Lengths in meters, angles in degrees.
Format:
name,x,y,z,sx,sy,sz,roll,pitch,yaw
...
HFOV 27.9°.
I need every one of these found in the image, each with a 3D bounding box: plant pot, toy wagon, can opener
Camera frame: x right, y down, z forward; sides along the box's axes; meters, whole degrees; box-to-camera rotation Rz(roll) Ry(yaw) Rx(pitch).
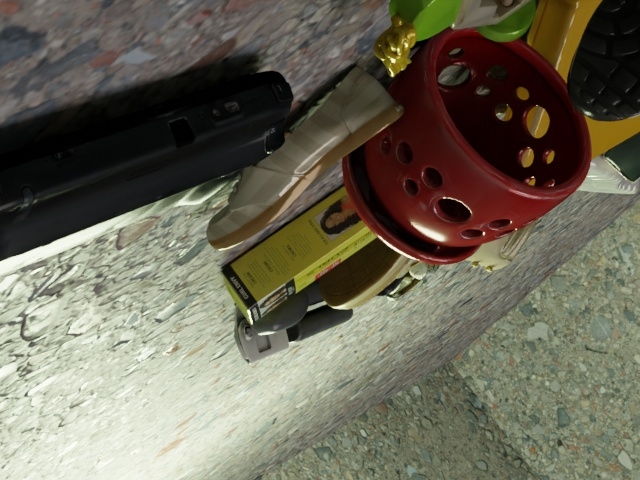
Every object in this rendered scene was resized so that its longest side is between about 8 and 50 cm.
name,x,y,z,sx,sy,sz,roll,pitch,yaw
plant pot,0.128,-0.079,1.201,0.191,0.191,0.174,-25,165,-44
toy wagon,0.173,-0.248,0.985,0.344,0.068,0.267,-33,167,-12
can opener,-0.019,0.092,1.638,0.095,0.076,0.283,-12,-179,29

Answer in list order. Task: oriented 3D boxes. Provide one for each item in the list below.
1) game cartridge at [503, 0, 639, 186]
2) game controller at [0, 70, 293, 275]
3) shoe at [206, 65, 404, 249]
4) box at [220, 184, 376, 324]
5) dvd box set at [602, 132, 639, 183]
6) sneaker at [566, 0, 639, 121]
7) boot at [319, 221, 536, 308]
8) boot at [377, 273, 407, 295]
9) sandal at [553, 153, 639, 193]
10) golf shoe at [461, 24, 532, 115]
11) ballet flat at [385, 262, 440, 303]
name,x,y,z,sx,sy,sz,roll,pitch,yaw
game cartridge,0.305,-0.213,1.318,0.285,0.052,0.324,-28,145,-35
game controller,-0.158,-0.038,0.899,0.319,0.067,0.166,-24,177,-43
shoe,-0.025,-0.071,1.139,0.219,0.058,0.076,-37,-172,20
box,0.000,0.000,1.438,0.232,0.058,0.087,-35,167,-10
dvd box set,0.545,-0.267,1.704,0.307,0.062,0.420,-47,180,37
sneaker,0.313,-0.209,1.143,0.283,0.107,0.124,-51,178,-10
boot,0.141,0.008,1.626,0.262,0.095,0.203,-48,141,17
boot,0.115,-0.016,1.733,0.219,0.082,0.106,-43,-166,-13
sandal,0.357,-0.128,1.825,0.169,0.102,0.416,4,179,20
golf shoe,0.208,-0.186,1.367,0.176,0.069,0.086,-30,-170,-28
ballet flat,0.151,0.064,2.148,0.114,0.041,0.041,-41,167,13
